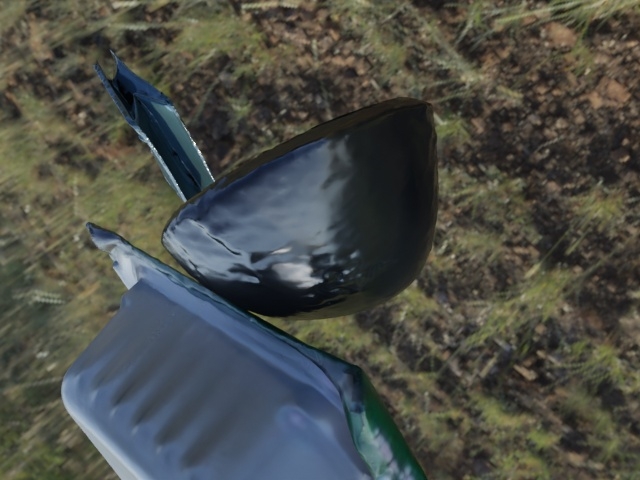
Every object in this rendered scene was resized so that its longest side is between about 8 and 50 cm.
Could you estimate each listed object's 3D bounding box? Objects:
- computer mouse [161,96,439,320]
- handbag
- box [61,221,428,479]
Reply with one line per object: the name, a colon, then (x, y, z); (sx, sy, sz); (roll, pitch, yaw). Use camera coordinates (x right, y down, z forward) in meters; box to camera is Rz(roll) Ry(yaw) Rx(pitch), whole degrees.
computer mouse: (0.000, 0.000, 0.482); (0.264, 0.147, 0.088); (-30, -84, -89)
handbag: (-0.205, -0.130, 1.132); (0.144, 0.057, 0.221); (44, 170, 32)
box: (-0.054, 0.149, 0.568); (0.336, 0.106, 0.264); (20, 143, 50)
